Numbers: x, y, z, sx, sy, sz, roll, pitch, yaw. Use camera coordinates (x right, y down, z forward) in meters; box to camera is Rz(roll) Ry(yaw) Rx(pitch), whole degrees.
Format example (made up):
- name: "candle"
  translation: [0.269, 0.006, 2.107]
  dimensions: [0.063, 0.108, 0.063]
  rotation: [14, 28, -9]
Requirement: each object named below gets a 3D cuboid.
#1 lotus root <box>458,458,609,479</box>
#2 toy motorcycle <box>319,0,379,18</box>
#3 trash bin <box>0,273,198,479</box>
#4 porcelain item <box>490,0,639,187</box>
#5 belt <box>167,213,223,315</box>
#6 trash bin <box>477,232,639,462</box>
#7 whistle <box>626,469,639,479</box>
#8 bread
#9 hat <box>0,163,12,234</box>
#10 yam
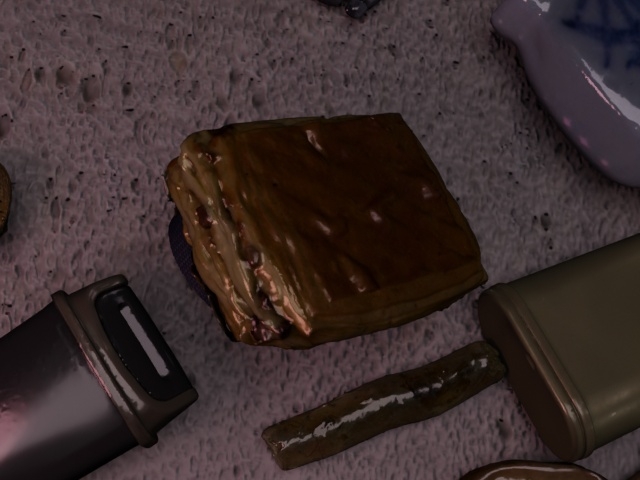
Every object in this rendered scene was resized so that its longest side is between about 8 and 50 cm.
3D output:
- name: "lotus root"
  translation: [0.235, 0.454, 1.444]
  dimensions: [0.375, 0.111, 0.390]
  rotation: [13, 79, -4]
- name: "toy motorcycle"
  translation: [0.055, -0.363, 1.616]
  dimensions: [0.193, 0.061, 0.124]
  rotation: [-11, 82, -11]
- name: "trash bin"
  translation: [-0.309, 0.187, 1.384]
  dimensions: [0.290, 0.182, 0.209]
  rotation: [-32, 85, -9]
- name: "porcelain item"
  translation: [0.419, -0.203, 1.575]
  dimensions: [0.242, 0.178, 0.405]
  rotation: [-42, 84, -14]
- name: "belt"
  translation: [-0.084, 0.029, 1.479]
  dimensions: [0.230, 0.126, 0.139]
  rotation: [44, 47, 2]
- name: "trash bin"
  translation: [0.359, 0.126, 1.510]
  dimensions: [0.247, 0.121, 0.243]
  rotation: [-22, 65, -16]
- name: "whistle"
  translation: [0.473, 0.278, 1.538]
  dimensions: [0.220, 0.057, 0.107]
  rotation: [-30, 83, -15]
- name: "bread"
  translation: [0.000, 0.000, 1.354]
  dimensions: [0.324, 0.167, 0.277]
  rotation: [-15, 69, -36]
- name: "hat"
  translation: [-0.412, -0.024, 1.475]
  dimensions: [0.146, 0.067, 0.146]
  rotation: [-14, 64, 30]
- name: "yam"
  translation: [0.082, 0.207, 1.492]
  dimensions: [0.317, 0.071, 0.067]
  rotation: [-21, 45, -12]
